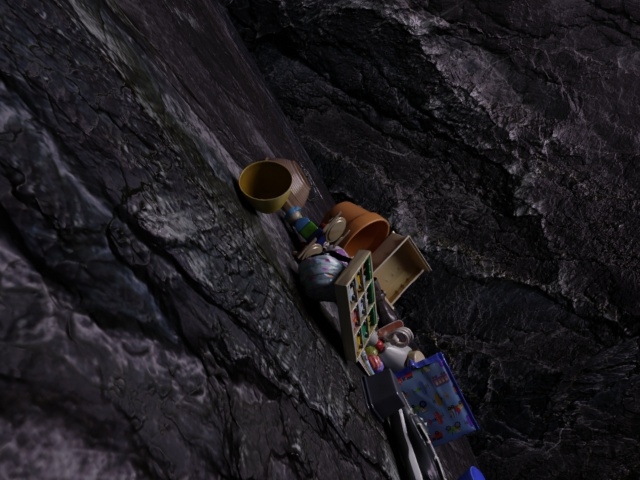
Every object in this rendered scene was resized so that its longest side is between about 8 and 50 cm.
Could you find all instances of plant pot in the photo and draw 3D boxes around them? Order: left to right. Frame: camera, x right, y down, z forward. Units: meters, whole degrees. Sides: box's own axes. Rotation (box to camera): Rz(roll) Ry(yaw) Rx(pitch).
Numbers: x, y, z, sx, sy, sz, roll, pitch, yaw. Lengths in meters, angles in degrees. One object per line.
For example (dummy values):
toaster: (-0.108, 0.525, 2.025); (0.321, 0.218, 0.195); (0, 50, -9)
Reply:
plant pot: (-0.137, -0.124, 1.097); (0.095, 0.134, 0.134); (92, -22, -55)
plant pot: (-0.110, -0.207, 1.519); (0.237, 0.109, 0.237); (58, 8, -13)
plant pot: (0.135, -0.039, 1.917); (0.203, 0.291, 0.291); (47, 1, 30)

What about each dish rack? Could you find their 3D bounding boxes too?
dish rack: (-0.065, -0.289, 2.182); (0.208, 0.074, 0.271); (63, 7, 6)

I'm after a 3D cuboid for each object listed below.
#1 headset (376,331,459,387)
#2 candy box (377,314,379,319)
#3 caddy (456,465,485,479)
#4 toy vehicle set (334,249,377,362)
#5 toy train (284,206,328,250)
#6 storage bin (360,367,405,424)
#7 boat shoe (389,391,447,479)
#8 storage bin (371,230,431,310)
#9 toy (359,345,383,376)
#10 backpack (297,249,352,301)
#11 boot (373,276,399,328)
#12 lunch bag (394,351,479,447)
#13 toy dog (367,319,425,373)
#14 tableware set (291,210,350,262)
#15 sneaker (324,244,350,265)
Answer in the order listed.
headset: (0.376, 0.515, 1.738); (0.394, 0.185, 0.243); (50, 8, 5)
candy box: (0.152, 0.235, 1.647); (0.165, 0.070, 0.196); (68, -4, -72)
caddy: (0.530, 0.918, 1.377); (0.241, 0.179, 0.341); (36, 10, -6)
toy vehicle set: (0.102, 0.179, 1.167); (0.166, 0.035, 0.267); (-49, 139, -47)
toy train: (-0.042, -0.028, 1.434); (0.143, 0.105, 0.248); (45, -3, 10)
storage bin: (0.180, 0.431, 1.194); (0.098, 0.091, 0.135); (57, 10, -22)
boat shoe: (0.260, 0.547, 1.173); (0.303, 0.091, 0.114); (-101, -169, -47)
storage bin: (0.335, 0.141, 1.937); (0.260, 0.262, 0.123); (50, -11, -29)
toy: (0.159, 0.375, 1.369); (0.237, 0.056, 0.137); (55, 12, -34)
backpack: (0.018, 0.104, 1.173); (0.182, 0.152, 0.115); (38, 28, -55)
boot: (0.242, 0.246, 1.734); (0.263, 0.091, 0.229); (125, -60, -86)
lunch bag: (0.355, 0.523, 1.423); (0.293, 0.220, 0.138); (62, 8, -16)
toy dog: (0.246, 0.361, 1.521); (0.161, 0.220, 0.334); (-73, 148, -47)
tableware set: (0.000, 0.000, 1.280); (0.039, 0.194, 0.128); (38, -11, 30)
sneaker: (0.046, 0.084, 1.519); (0.161, 0.102, 0.282); (50, 14, -39)
